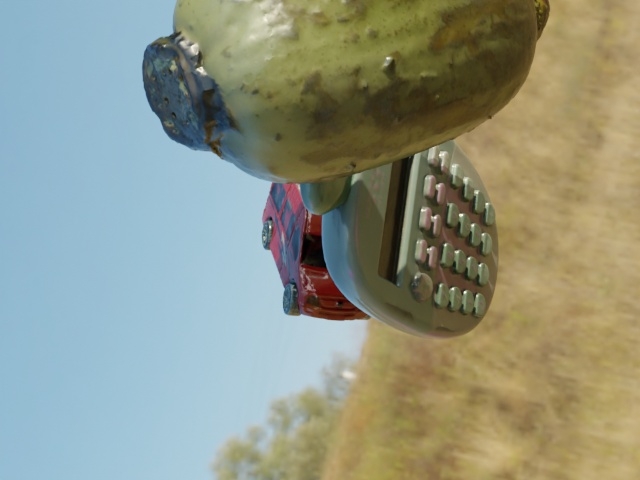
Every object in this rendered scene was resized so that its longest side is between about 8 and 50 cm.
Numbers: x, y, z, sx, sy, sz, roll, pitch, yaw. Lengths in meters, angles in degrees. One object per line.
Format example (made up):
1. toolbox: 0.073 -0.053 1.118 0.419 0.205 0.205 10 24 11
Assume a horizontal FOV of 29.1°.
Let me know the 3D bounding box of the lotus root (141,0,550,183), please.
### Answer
1. lotus root: 0.037 -0.140 0.835 0.309 0.173 0.173 -20 -46 -27

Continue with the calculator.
1. calculator: 0.071 -0.018 1.033 0.299 0.041 0.186 28 -115 -49

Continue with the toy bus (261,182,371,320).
1. toy bus: 0.000 0.000 1.174 0.195 0.081 0.089 -112 31 -58
